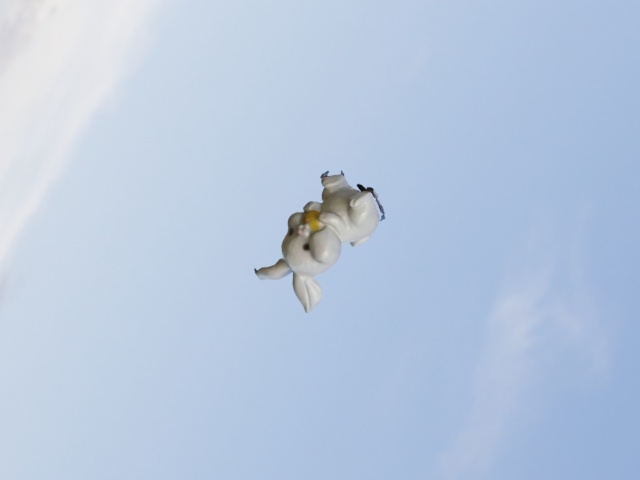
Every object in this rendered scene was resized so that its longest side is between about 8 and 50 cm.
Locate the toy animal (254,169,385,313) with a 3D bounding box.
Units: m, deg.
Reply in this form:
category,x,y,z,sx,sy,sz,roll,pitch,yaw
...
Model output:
category,x,y,z,sx,sy,sz,roll,pitch,yaw
toy animal,-0.001,-0.003,1.358,0.124,0.071,0.085,-42,154,-16
